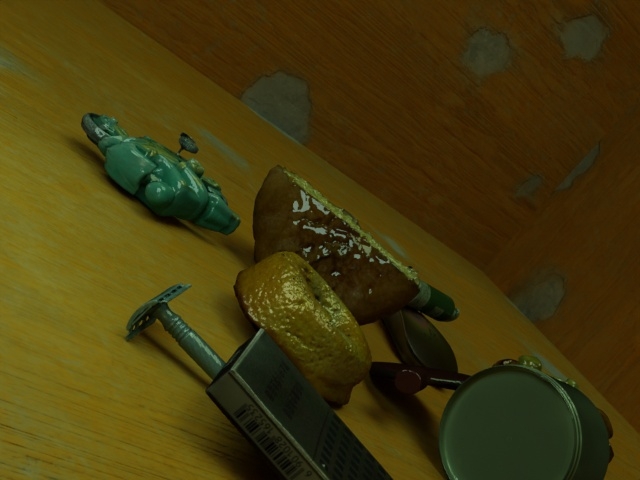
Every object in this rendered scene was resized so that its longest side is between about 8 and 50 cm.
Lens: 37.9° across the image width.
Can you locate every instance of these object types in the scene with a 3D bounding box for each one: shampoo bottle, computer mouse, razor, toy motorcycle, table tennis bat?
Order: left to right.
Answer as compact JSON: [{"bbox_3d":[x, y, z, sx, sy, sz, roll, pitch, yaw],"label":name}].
[{"bbox_3d":[-0.252,-0.105,1.529,0.296,0.109,0.198,30,17,-39],"label":"toy motorcycle"},{"bbox_3d":[-0.119,0.154,1.083,0.232,0.068,0.106,47,12,0],"label":"razor"},{"bbox_3d":[0.203,0.198,1.967,0.158,0.072,0.310,39,10,-18],"label":"computer mouse"},{"bbox_3d":[0.171,0.225,1.548,0.200,0.038,0.310,7,-3,16],"label":"table tennis bat"},{"bbox_3d":[0.236,0.133,2.002,0.204,0.065,0.065,29,16,-49],"label":"shampoo bottle"}]

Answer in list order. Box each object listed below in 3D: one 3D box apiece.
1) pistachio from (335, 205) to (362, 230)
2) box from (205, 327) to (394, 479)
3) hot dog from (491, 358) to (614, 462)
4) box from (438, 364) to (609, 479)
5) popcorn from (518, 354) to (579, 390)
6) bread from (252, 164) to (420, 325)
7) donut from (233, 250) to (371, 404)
[{"bbox_3d":[0.000,0.000,1.875,0.223,0.152,0.126,24,4,32],"label":"pistachio"},{"bbox_3d":[0.012,0.250,1.027,0.325,0.047,0.180,50,10,-2],"label":"box"},{"bbox_3d":[0.502,0.395,2.072,0.349,0.117,0.158,29,41,-19],"label":"hot dog"},{"bbox_3d":[0.313,0.312,1.445,0.149,0.226,0.226,27,17,-52],"label":"box"},{"bbox_3d":[0.425,0.335,1.850,0.185,0.187,0.167,51,15,29],"label":"popcorn"},{"bbox_3d":[0.005,0.035,1.654,0.340,0.179,0.194,40,8,10],"label":"bread"},{"bbox_3d":[-0.024,0.128,1.378,0.253,0.118,0.253,54,7,-10],"label":"donut"}]
